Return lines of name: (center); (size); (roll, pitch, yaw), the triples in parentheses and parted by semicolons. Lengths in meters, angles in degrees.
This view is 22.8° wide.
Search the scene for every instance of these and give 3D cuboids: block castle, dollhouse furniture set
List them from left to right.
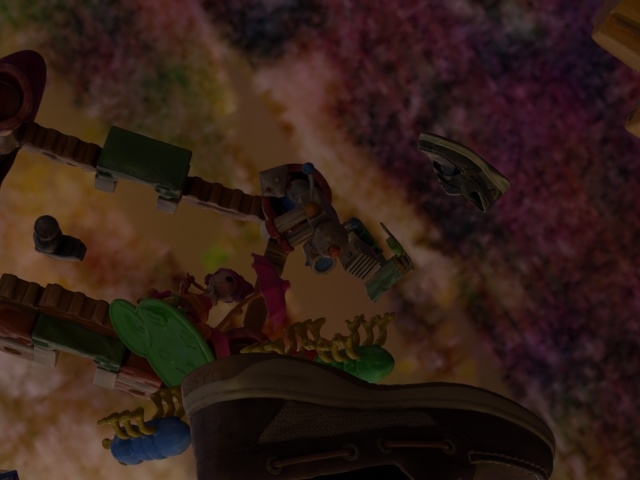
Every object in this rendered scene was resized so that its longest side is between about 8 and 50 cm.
block castle: (-0.241, 0.001, 1.868); (0.453, 0.303, 0.213); (19, 163, -5)
dollhouse furniture set: (0.071, 0.019, 2.153); (0.058, 0.076, 0.152); (50, -176, -18)

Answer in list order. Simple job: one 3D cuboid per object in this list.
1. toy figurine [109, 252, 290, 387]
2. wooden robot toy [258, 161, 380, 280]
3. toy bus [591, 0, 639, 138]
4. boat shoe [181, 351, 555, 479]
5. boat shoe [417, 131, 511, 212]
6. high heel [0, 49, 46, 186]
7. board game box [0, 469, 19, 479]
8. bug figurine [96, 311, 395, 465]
toy figurine: (-0.113, 0.074, 1.704); (0.173, 0.159, 0.130); (22, 135, 40)
wooden robot toy: (0.000, 0.000, 1.543); (0.173, 0.076, 0.079); (49, -171, -41)
toy bus: (0.391, -0.111, 1.408); (0.332, 0.130, 0.108); (28, 178, -2)
boat shoe: (0.047, 0.177, 1.214); (0.342, 0.123, 0.123); (17, -126, -37)
boat shoe: (0.222, -0.104, 2.506); (0.080, 0.073, 0.223); (24, 177, 41)
high heel: (-0.460, -0.144, 2.293); (0.181, 0.377, 0.127); (-8, 137, 42)
board game box: (-0.430, 0.369, 2.016); (0.210, 0.047, 0.160); (-9, 96, 54)
bug figurine: (-0.054, 0.138, 1.417); (0.216, 0.279, 0.072); (-15, 95, 42)
